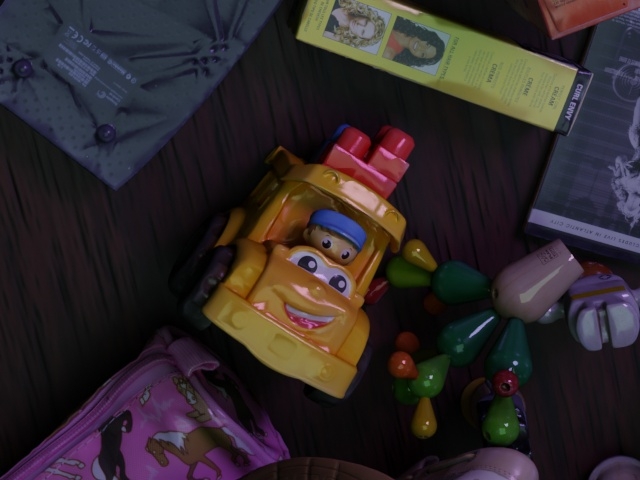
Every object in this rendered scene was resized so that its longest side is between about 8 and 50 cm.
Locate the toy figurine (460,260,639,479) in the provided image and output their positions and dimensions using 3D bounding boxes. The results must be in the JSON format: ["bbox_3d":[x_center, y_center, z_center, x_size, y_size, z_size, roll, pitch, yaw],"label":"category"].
[{"bbox_3d":[0.242,0.135,1.532,0.209,0.148,0.213,32,103,-6],"label":"toy figurine"}]

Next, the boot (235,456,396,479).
[{"bbox_3d":[0.001,0.249,1.402,0.262,0.095,0.203,-17,145,31],"label":"boot"}]

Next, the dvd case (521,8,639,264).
[{"bbox_3d":[0.278,-0.088,1.530,0.165,0.018,0.221,15,103,-10],"label":"dvd case"}]

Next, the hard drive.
[{"bbox_3d":[-0.142,-0.184,1.448,0.172,0.054,0.254,38,99,-14],"label":"hard drive"}]

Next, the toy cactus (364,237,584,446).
[{"bbox_3d":[0.121,0.059,1.461,0.180,0.219,0.112,-38,124,6],"label":"toy cactus"}]

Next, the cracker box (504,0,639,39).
[{"bbox_3d":[0.211,-0.222,1.375,0.156,0.232,0.067,-21,105,1],"label":"cracker box"}]

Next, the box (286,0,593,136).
[{"bbox_3d":[0.092,-0.151,1.463,0.232,0.087,0.058,18,101,-9],"label":"box"}]

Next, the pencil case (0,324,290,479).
[{"bbox_3d":[-0.206,0.235,1.509,0.386,0.167,0.160,-39,80,6],"label":"pencil case"}]

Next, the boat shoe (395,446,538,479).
[{"bbox_3d":[0.093,0.229,1.489,0.109,0.302,0.098,36,67,-4],"label":"boat shoe"}]

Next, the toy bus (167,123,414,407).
[{"bbox_3d":[0.000,0.000,1.433,0.149,0.220,0.211,34,95,-12],"label":"toy bus"}]
